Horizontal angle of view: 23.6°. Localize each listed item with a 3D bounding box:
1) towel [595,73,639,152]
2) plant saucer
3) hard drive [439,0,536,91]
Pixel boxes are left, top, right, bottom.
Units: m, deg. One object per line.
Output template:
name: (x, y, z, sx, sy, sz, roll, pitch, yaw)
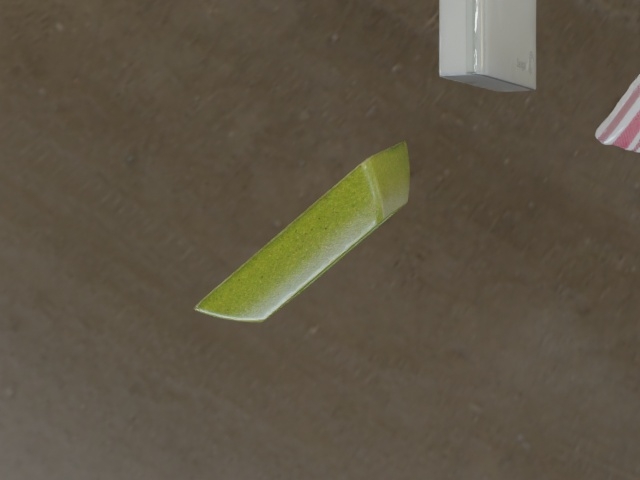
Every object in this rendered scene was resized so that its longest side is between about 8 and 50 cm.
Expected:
towel: (0.301, -0.123, 1.156, 0.029, 0.197, 0.144, 53, 123, 34)
plant saucer: (0.000, 0.000, 1.271, 0.188, 0.188, 0.045, -40, 88, 15)
hard drive: (0.141, -0.284, 1.268, 0.040, 0.203, 0.308, 0, 92, 21)
